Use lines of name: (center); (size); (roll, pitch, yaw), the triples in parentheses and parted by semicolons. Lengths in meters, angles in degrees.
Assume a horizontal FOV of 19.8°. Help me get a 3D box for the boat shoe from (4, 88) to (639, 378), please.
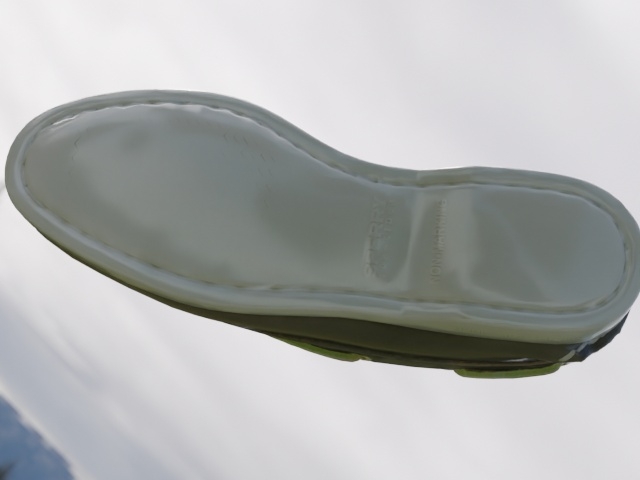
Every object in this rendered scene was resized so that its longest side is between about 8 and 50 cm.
boat shoe: (-0.001, 0.004, 0.887); (0.305, 0.109, 0.091); (11, -24, 5)
